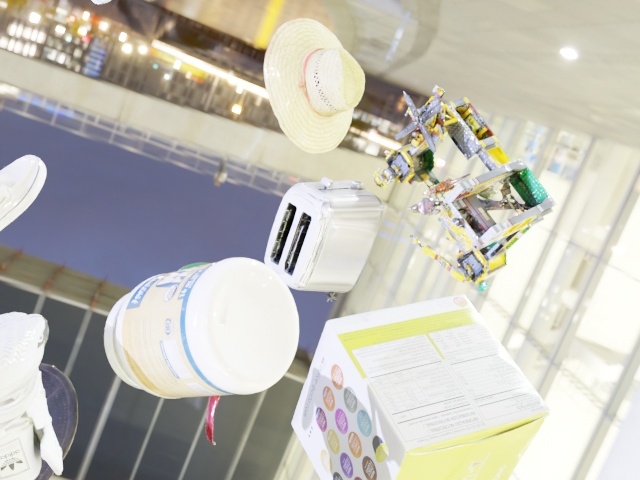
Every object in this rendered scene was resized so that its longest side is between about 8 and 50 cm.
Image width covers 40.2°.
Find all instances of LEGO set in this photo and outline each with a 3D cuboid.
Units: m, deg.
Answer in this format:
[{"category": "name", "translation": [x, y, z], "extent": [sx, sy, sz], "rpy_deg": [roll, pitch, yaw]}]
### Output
[{"category": "LEGO set", "translation": [0.200, -0.072, 1.428], "extent": [0.192, 0.255, 0.331], "rpy_deg": [-22, -101, -38]}]

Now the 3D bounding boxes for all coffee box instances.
[{"category": "coffee box", "translation": [0.188, 0.361, 1.776], "extent": [0.338, 0.337, 0.334], "rpy_deg": [-8, -135, -28]}]

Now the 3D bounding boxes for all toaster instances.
[{"category": "toaster", "translation": [0.000, 0.000, 1.507], "extent": [0.146, 0.227, 0.129], "rpy_deg": [2, -155, -43]}]

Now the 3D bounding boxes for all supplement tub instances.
[{"category": "supplement tub", "translation": [-0.137, 0.102, 0.979], "extent": [0.144, 0.144, 0.200], "rpy_deg": [13, 162, -43]}]

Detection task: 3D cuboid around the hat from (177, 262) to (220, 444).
[{"category": "hat", "translation": [-0.193, 0.167, 1.416], "extent": [0.173, 0.183, 0.208], "rpy_deg": [25, -148, -7]}]

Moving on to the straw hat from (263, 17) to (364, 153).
[{"category": "straw hat", "translation": [0.012, -0.166, 0.915], "extent": [0.144, 0.144, 0.061], "rpy_deg": [13, 169, -43]}]

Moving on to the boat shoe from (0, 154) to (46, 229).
[{"category": "boat shoe", "translation": [-0.641, -0.078, 1.682], "extent": [0.096, 0.267, 0.088], "rpy_deg": [27, 154, 31]}]

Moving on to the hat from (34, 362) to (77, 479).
[{"category": "hat", "translation": [-0.496, 0.329, 1.288], "extent": [0.331, 0.134, 0.331], "rpy_deg": [-5, -141, 4]}]

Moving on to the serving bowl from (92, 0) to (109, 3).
[{"category": "serving bowl", "translation": [-0.306, -0.380, 1.249], "extent": [0.027, 0.083, 0.083], "rpy_deg": [-10, -151, -39]}]

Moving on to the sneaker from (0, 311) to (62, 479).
[{"category": "sneaker", "translation": [-0.372, 0.199, 1.026], "extent": [0.137, 0.210, 0.366], "rpy_deg": [-15, -177, -22]}]
